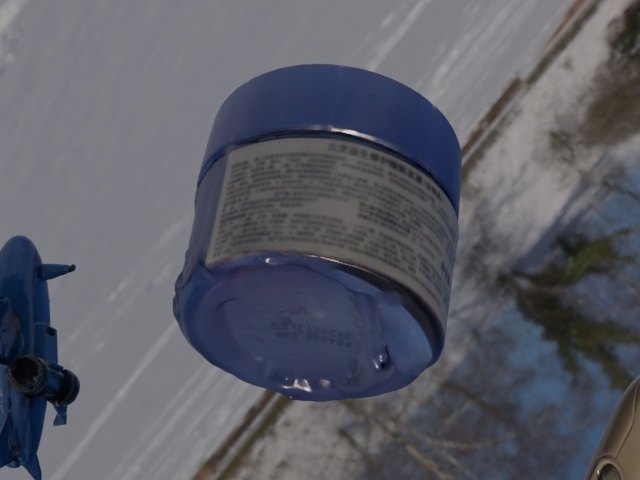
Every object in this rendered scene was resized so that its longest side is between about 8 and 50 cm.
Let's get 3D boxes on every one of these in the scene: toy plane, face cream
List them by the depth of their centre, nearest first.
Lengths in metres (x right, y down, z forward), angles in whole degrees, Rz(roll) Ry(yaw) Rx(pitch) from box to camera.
[{"bbox_3d":[0.000,0.000,1.121,0.249,0.249,0.225,-51,-158,50],"label":"face cream"},{"bbox_3d":[-0.326,0.124,1.338,0.254,0.105,0.271,52,40,-69],"label":"toy plane"}]

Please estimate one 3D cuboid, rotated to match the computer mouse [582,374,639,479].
[{"bbox_3d":[0.274,0.206,0.984,0.145,0.082,0.236,7,111,-39],"label":"computer mouse"}]
